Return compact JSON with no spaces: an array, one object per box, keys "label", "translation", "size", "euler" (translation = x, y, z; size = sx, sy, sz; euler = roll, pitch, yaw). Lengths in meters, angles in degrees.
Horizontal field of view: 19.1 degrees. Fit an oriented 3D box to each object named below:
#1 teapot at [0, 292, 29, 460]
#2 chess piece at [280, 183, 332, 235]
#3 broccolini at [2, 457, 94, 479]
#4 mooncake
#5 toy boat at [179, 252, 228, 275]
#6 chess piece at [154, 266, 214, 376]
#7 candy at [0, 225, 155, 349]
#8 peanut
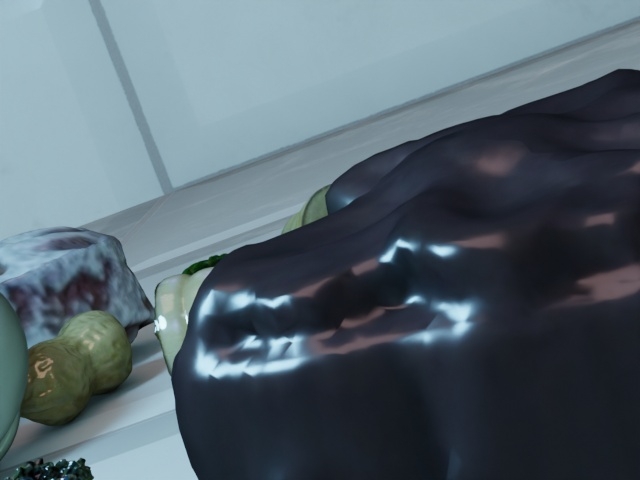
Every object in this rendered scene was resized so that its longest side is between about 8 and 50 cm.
[{"label":"teapot","translation":[-0.349,0.100,1.632],"size":[0.220,0.149,0.318],"euler":[-18,38,5]},{"label":"chess piece","translation":[0.000,0.000,1.978],"size":[0.090,0.090,0.200],"euler":[-23,-3,-16]},{"label":"broccolini","translation":[-0.234,0.190,1.285],"size":[0.202,0.068,0.091],"euler":[-17,28,33]},{"label":"mooncake","translation":[0.119,0.043,0.910],"size":[0.350,0.212,0.381],"euler":[-12,12,13]},{"label":"toy boat","translation":[-0.083,0.052,1.739],"size":[0.088,0.089,0.229],"euler":[-33,-1,22]},{"label":"chess piece","translation":[0.074,0.027,1.448],"size":[0.397,0.117,0.117],"euler":[-17,8,13]},{"label":"candy","translation":[-0.311,0.082,1.882],"size":[0.289,0.157,0.214],"euler":[-23,1,-26]},{"label":"peanut","translation":[-0.225,0.117,1.720],"size":[0.082,0.082,0.187],"euler":[-17,9,28]}]
